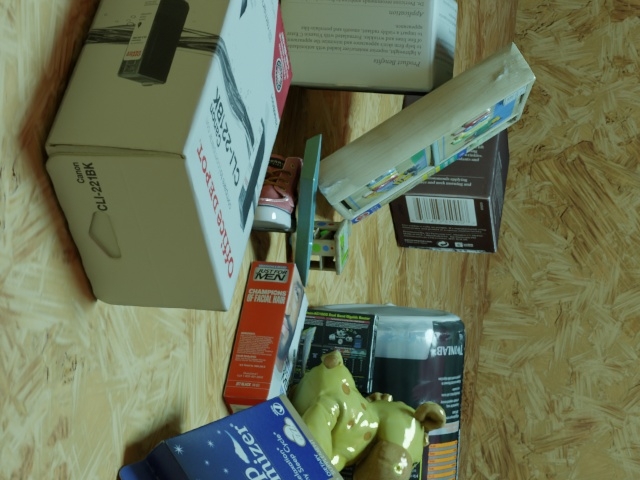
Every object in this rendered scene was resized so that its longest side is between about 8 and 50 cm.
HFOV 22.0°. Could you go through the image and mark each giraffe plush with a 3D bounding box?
[{"bbox_3d":[0.037,0.223,1.829,0.181,0.170,0.210,-18,-129,68],"label":"giraffe plush"}]

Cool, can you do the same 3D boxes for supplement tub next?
[{"bbox_3d":[0.072,0.254,2.066,0.207,0.207,0.338,-4,98,-78],"label":"supplement tub"}]

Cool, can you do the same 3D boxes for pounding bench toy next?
[{"bbox_3d":[0.000,0.000,1.989,0.083,0.065,0.052,-62,152,-63],"label":"pounding bench toy"}]

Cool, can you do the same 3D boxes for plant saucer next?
[{"bbox_3d":[-0.015,-0.031,1.785,0.192,0.018,0.067,96,1,-52],"label":"plant saucer"}]

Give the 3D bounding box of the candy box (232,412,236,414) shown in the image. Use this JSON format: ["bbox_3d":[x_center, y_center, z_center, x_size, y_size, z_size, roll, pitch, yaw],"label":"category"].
[{"bbox_3d":[-0.073,0.322,1.478,0.087,0.183,0.316,-41,-166,30],"label":"candy box"}]

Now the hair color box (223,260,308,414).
[{"bbox_3d":[-0.058,0.117,1.792,0.093,0.053,0.167,73,23,-57],"label":"hair color box"}]

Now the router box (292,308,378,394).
[{"bbox_3d":[0.003,0.127,1.909,0.038,0.122,0.092,54,42,-79],"label":"router box"}]

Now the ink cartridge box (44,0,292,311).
[{"bbox_3d":[-0.113,-0.106,1.326,0.197,0.114,0.273,79,20,-51],"label":"ink cartridge box"}]

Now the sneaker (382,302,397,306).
[{"bbox_3d":[0.126,0.205,2.506,0.090,0.115,0.232,-55,147,-67],"label":"sneaker"}]

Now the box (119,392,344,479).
[{"bbox_3d":[-0.067,0.224,1.477,0.136,0.036,0.225,54,34,14],"label":"box"}]

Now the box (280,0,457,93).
[{"bbox_3d":[0.058,-0.232,1.913,0.182,0.181,0.119,-12,106,-78],"label":"box"}]

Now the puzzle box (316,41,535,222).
[{"bbox_3d":[0.125,-0.119,1.996,0.052,0.272,0.409,59,3,4],"label":"puzzle box"}]

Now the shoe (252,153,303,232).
[{"bbox_3d":[-0.056,-0.052,1.738,0.178,0.063,0.081,18,74,-83],"label":"shoe"}]

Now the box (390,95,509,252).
[{"bbox_3d":[0.215,-0.109,2.697,0.167,0.168,0.203,73,24,-56],"label":"box"}]
